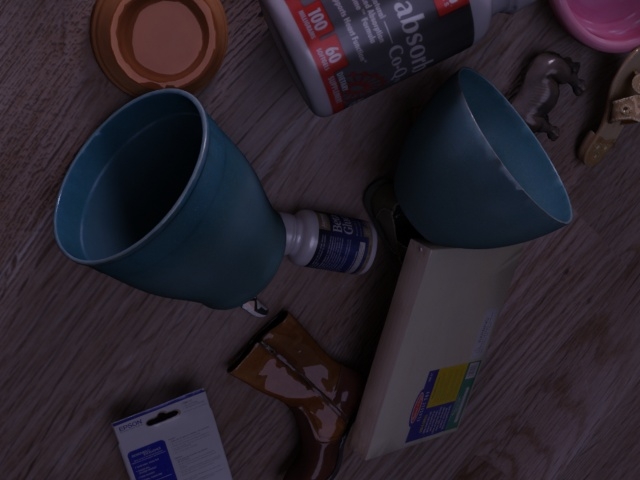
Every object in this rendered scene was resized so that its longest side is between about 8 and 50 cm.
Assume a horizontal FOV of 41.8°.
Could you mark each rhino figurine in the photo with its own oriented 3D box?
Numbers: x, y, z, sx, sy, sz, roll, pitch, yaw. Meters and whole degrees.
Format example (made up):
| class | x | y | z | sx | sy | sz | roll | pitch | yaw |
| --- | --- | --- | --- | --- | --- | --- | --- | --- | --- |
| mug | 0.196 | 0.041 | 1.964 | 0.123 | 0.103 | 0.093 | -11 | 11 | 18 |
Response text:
| class | x | y | z | sx | sy | sz | roll | pitch | yaw |
| --- | --- | --- | --- | --- | --- | --- | --- | --- | --- |
| rhino figurine | 0.368 | -0.217 | 1.464 | 0.106 | 0.073 | 0.243 | 20 | 102 | -32 |

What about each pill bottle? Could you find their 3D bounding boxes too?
| class | x | y | z | sx | sy | sz | roll | pitch | yaw |
| --- | --- | --- | --- | --- | --- | --- | --- | --- | --- |
| pill bottle | 0.112 | -0.343 | 1.195 | 0.363 | 0.210 | 0.210 | -27 | 118 | 0 |
| pill bottle | 0.000 | 0.000 | 1.375 | 0.169 | 0.094 | 0.094 | 10 | 106 | -26 |

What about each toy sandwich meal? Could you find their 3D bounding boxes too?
| class | x | y | z | sx | sy | sz | roll | pitch | yaw |
| --- | --- | --- | --- | --- | --- | --- | --- | --- | --- |
| toy sandwich meal | 0.191 | -0.209 | 1.416 | 0.085 | 0.029 | 0.085 | -10 | 114 | -23 |

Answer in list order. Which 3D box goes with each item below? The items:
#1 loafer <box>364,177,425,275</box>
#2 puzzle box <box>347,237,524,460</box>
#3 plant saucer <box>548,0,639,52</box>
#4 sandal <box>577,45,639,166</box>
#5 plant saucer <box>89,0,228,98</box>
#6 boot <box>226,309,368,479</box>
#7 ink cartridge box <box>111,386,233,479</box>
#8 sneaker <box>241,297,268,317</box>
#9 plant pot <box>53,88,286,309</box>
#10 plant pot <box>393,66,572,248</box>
| class | x | y | z | sx | sy | sz | roll | pitch | yaw |
| --- | --- | --- | --- | --- | --- | --- | --- | --- | --- |
| loafer | 0.160 | 0.007 | 1.451 | 0.094 | 0.087 | 0.251 | -40 | 120 | -5 |
| puzzle box | 0.206 | 0.185 | 1.498 | 0.272 | 0.052 | 0.409 | -2 | 115 | -44 |
| plant saucer | 0.505 | -0.488 | 1.412 | 0.332 | 0.084 | 0.332 | -8 | 114 | -20 |
| sandal | 0.550 | -0.221 | 1.493 | 0.088 | 0.079 | 0.240 | -5 | 132 | -32 |
| plant saucer | -0.226 | -0.293 | 1.198 | 0.200 | 0.037 | 0.200 | -8 | 112 | -21 |
| boot | -0.052 | 0.298 | 1.468 | 0.264 | 0.096 | 0.280 | -49 | 119 | 1 |
| ink cartridge box | -0.242 | 0.400 | 1.444 | 0.165 | 0.065 | 0.332 | -18 | 117 | -16 |
| sneaker | -0.123 | 0.090 | 1.388 | 0.109 | 0.040 | 0.044 | 37 | 91 | -30 |
| plant pot | -0.189 | -0.033 | 1.199 | 0.271 | 0.271 | 0.255 | -50 | 134 | 1 |
| plant pot | 0.233 | -0.098 | 1.329 | 0.195 | 0.290 | 0.290 | -36 | 124 | 27 |
